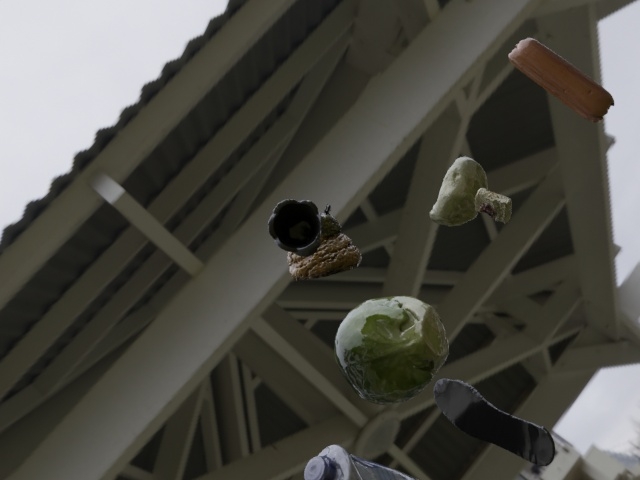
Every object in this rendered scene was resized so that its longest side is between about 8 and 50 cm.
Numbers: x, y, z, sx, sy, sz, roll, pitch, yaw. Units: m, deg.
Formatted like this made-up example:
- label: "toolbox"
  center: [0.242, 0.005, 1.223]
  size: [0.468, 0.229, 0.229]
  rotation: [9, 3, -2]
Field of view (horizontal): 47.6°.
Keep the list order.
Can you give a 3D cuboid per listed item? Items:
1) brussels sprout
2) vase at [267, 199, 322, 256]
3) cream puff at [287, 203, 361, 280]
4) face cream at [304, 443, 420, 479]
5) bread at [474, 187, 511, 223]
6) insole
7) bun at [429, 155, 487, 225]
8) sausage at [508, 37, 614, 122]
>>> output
- label: "brussels sprout"
  center: [0.193, 0.291, 1.964]
  size: [0.281, 0.289, 0.354]
  rotation: [-22, -5, -42]
- label: "vase"
  center: [-0.044, -0.016, 1.548]
  size: [0.115, 0.115, 0.237]
  rotation: [-52, -6, -4]
- label: "cream puff"
  center: [0.000, 0.000, 1.786]
  size: [0.183, 0.183, 0.169]
  rotation: [-15, -87, -42]
- label: "face cream"
  center: [0.140, 0.592, 1.687]
  size: [0.420, 0.235, 0.137]
  rotation: [28, -80, -29]
- label: "bread"
  center: [0.383, -0.078, 1.609]
  size: [0.035, 0.083, 0.070]
  rotation: [-46, -29, -25]
- label: "insole"
  center: [0.376, 0.399, 1.617]
  size: [0.009, 0.348, 0.119]
  rotation: [-6, -76, -36]
- label: "bun"
  center: [0.415, -0.130, 2.135]
  size: [0.231, 0.133, 0.231]
  rotation: [-58, -11, -18]
- label: "sausage"
  center: [0.599, -0.402, 1.810]
  size: [0.086, 0.289, 0.086]
  rotation: [-41, -19, -18]
